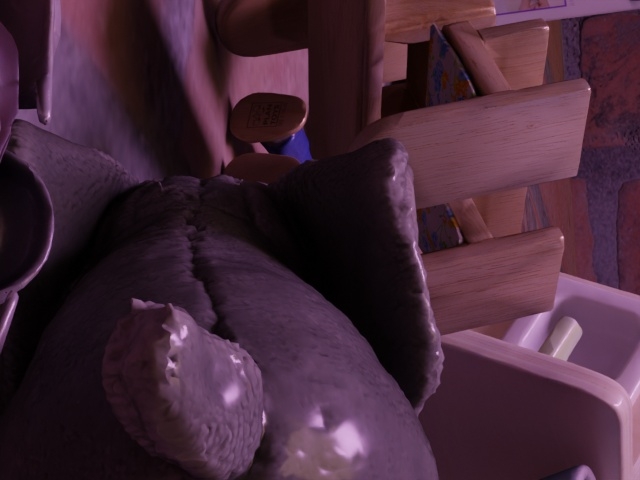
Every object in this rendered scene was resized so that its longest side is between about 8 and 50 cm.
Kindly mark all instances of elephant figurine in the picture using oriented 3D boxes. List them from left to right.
[{"bbox_3d":[-0.041,0.031,0.462,0.169,0.186,0.239,32,33,-30],"label":"elephant figurine"}]

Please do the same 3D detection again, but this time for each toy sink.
[{"bbox_3d":[0.127,0.100,0.839,0.131,0.153,0.234,-52,145,-35],"label":"toy sink"}]

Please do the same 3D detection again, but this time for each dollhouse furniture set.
[{"bbox_3d":[-0.011,-0.102,0.584,0.242,0.161,0.212,90,-17,-44],"label":"dollhouse furniture set"}]

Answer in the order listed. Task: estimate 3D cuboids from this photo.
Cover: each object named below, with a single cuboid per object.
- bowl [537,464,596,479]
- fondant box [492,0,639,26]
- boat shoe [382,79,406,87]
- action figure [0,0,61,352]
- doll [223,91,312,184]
[{"bbox_3d":[0.055,0.261,0.665,0.311,0.163,0.311,-5,90,-76],"label":"bowl"},{"bbox_3d":[0.170,-0.275,0.986,0.096,0.330,0.238,-76,157,-52],"label":"fondant box"},{"bbox_3d":[0.061,-0.076,0.981,0.267,0.096,0.088,-31,120,-65],"label":"boat shoe"},{"bbox_3d":[-0.118,-0.045,0.258,0.285,0.099,0.185,65,17,-62],"label":"action figure"},{"bbox_3d":[0.000,0.000,0.788,0.189,0.046,0.129,65,25,-52],"label":"doll"}]
